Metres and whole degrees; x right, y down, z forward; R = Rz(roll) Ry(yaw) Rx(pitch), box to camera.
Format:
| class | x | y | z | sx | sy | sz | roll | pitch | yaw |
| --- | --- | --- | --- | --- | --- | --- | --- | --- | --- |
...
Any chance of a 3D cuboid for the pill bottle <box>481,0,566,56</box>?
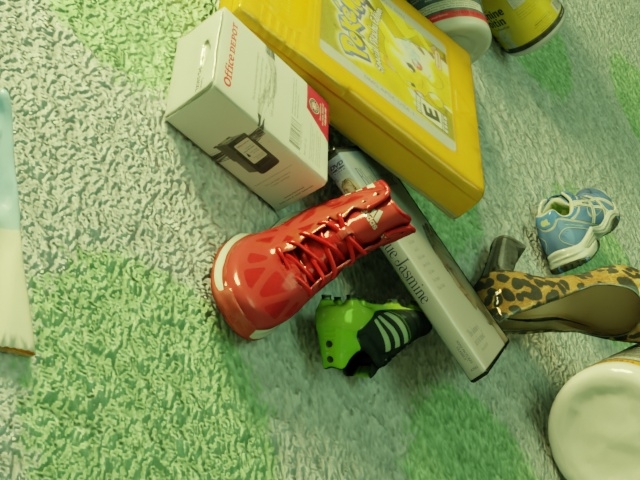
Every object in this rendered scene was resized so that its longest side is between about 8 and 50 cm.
| class | x | y | z | sx | sy | sz | roll | pitch | yaw |
| --- | --- | --- | --- | --- | --- | --- | --- | --- | --- |
| pill bottle | 0.254 | -0.355 | 1.828 | 0.184 | 0.103 | 0.103 | 48 | 32 | -22 |

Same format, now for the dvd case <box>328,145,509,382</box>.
| class | x | y | z | sx | sy | sz | roll | pitch | yaw |
| --- | --- | --- | --- | --- | --- | --- | --- | --- | --- |
| dvd case | 0.098 | 0.014 | 1.282 | 0.253 | 0.022 | 0.180 | 56 | 16 | 4 |

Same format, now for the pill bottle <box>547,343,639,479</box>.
| class | x | y | z | sx | sy | sz | roll | pitch | yaw |
| --- | --- | --- | --- | --- | --- | --- | --- | --- | --- |
| pill bottle | 0.379 | 0.199 | 1.496 | 0.278 | 0.162 | 0.162 | -9 | 73 | -59 |

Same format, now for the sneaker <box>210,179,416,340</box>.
| class | x | y | z | sx | sy | sz | roll | pitch | yaw |
| --- | --- | --- | --- | --- | --- | --- | --- | --- | --- |
| sneaker | 0.000 | 0.000 | 1.100 | 0.087 | 0.128 | 0.221 | 56 | 29 | -9 |

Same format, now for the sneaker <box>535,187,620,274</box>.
| class | x | y | z | sx | sy | sz | roll | pitch | yaw |
| --- | --- | --- | --- | --- | --- | --- | --- | --- | --- |
| sneaker | 0.333 | -0.033 | 1.703 | 0.081 | 0.080 | 0.211 | 60 | 28 | -9 |

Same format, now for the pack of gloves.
| class | x | y | z | sx | sy | sz | roll | pitch | yaw |
| --- | --- | --- | --- | --- | --- | --- | --- | --- | --- |
| pack of gloves | -0.256 | -0.056 | 0.831 | 0.195 | 0.046 | 0.232 | 23 | 47 | -50 |

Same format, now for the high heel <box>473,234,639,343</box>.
| class | x | y | z | sx | sy | sz | roll | pitch | yaw |
| --- | --- | --- | --- | --- | --- | --- | --- | --- | --- |
| high heel | 0.292 | 0.091 | 1.439 | 0.261 | 0.093 | 0.186 | 21 | 28 | 5 |

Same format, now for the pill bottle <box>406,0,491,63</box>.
| class | x | y | z | sx | sy | sz | roll | pitch | yaw |
| --- | --- | --- | --- | --- | --- | --- | --- | --- | --- |
| pill bottle | 0.134 | -0.303 | 1.589 | 0.108 | 0.108 | 0.180 | 18 | 51 | -51 |

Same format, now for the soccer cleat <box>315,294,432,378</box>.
| class | x | y | z | sx | sy | sz | roll | pitch | yaw |
| --- | --- | --- | --- | --- | --- | --- | --- | --- | --- |
| soccer cleat | 0.047 | 0.088 | 1.185 | 0.179 | 0.060 | 0.072 | 9 | 81 | -59 |

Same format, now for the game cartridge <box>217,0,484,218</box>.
| class | x | y | z | sx | sy | sz | roll | pitch | yaw |
| --- | --- | --- | --- | --- | --- | --- | --- | --- | --- |
| game cartridge | 0.038 | -0.205 | 1.356 | 0.324 | 0.053 | 0.285 | 37 | 32 | -26 |

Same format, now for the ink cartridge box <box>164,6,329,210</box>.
| class | x | y | z | sx | sy | sz | roll | pitch | yaw |
| --- | --- | --- | --- | --- | --- | --- | --- | --- | --- |
| ink cartridge box | -0.063 | -0.117 | 1.167 | 0.150 | 0.063 | 0.109 | 39 | 36 | -33 |
